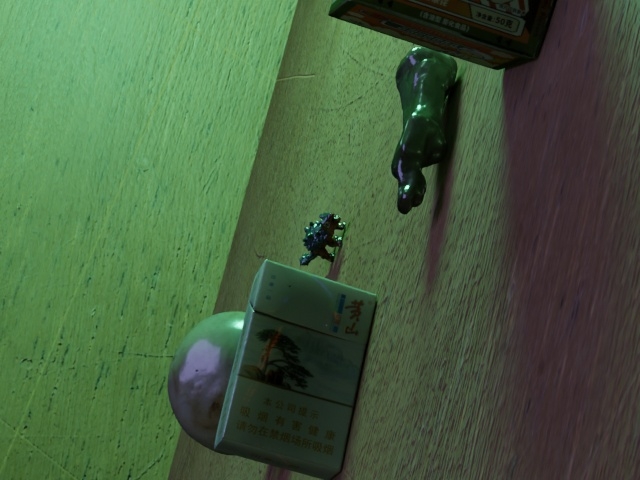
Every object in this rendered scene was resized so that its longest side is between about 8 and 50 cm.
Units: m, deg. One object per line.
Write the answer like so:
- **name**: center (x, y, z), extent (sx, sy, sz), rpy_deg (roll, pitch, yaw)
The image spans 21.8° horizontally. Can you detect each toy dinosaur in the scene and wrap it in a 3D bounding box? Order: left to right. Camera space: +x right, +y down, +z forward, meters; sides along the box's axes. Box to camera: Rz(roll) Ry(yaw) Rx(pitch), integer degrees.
- **toy dinosaur**: center (0.000, 0.000, 2.428), extent (0.154, 0.055, 0.049), rpy_deg (124, 157, -56)

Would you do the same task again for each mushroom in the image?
- **mushroom**: center (-0.107, 0.203, 2.396), extent (0.215, 0.207, 0.207), rpy_deg (-2, -68, -64)

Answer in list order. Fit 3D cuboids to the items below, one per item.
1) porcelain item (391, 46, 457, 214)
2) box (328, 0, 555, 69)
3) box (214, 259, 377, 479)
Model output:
- **porcelain item**: center (0.112, -0.121, 1.891), extent (0.081, 0.069, 0.216), rpy_deg (122, 164, -48)
- **box**: center (0.132, -0.285, 1.656), extent (0.148, 0.195, 0.178), rpy_deg (-179, 106, -81)
- **box**: center (-0.029, 0.156, 2.000), extent (0.067, 0.149, 0.233), rpy_deg (132, 154, -64)
